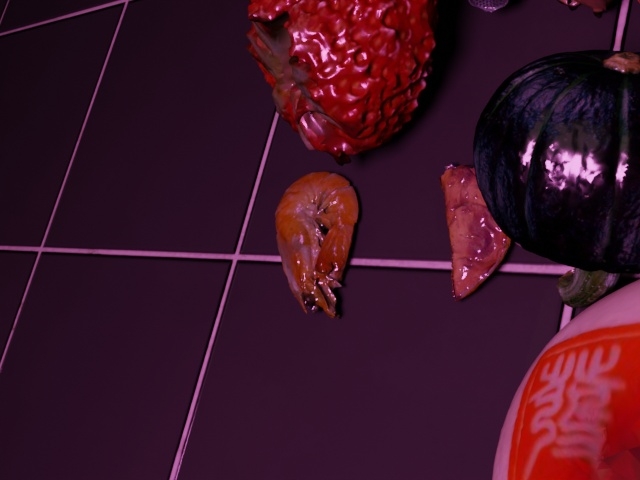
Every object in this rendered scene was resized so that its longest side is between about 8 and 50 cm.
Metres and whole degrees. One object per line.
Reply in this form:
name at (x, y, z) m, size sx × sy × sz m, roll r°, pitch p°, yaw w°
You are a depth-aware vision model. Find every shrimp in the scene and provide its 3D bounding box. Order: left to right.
shrimp at (-0.001, -0.001, 1.117) m, size 0.115 × 0.051 × 0.217 m, roll -29°, pitch 50°, yaw 25°

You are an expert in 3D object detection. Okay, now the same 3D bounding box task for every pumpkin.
pumpkin at (0.256, -0.043, 0.802) m, size 0.248 × 0.248 × 0.248 m, roll -20°, pitch 57°, yaw 34°

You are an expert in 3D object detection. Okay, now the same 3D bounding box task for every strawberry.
strawberry at (0.038, -0.248, 1.090) m, size 0.257 × 0.261 × 0.261 m, roll -31°, pitch 43°, yaw -14°

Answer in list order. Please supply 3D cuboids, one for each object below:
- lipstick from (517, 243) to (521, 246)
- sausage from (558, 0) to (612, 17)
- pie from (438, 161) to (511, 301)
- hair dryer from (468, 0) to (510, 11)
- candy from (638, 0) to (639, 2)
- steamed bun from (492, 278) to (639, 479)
lipstick at (0.244, -0.054, 0.929) m, size 0.040 × 0.040 × 0.141 m, roll 26°, pitch 87°, yaw 46°
sausage at (0.351, -0.388, 0.953) m, size 0.317 × 0.125 × 0.117 m, roll -49°, pitch 41°, yaw 7°
pie at (0.168, -0.024, 0.986) m, size 0.092 × 0.034 × 0.170 m, roll -30°, pitch 51°, yaw 33°
hair dryer at (0.154, -0.363, 1.145) m, size 0.271 × 0.091 × 0.236 m, roll -11°, pitch 53°, yaw 42°
candy at (0.385, -0.257, 0.906) m, size 0.122 × 0.038 × 0.062 m, roll 23°, pitch 85°, yaw 45°
steamed bun at (0.282, 0.186, 0.636) m, size 0.374 × 0.241 × 0.375 m, roll -18°, pitch 62°, yaw 36°
